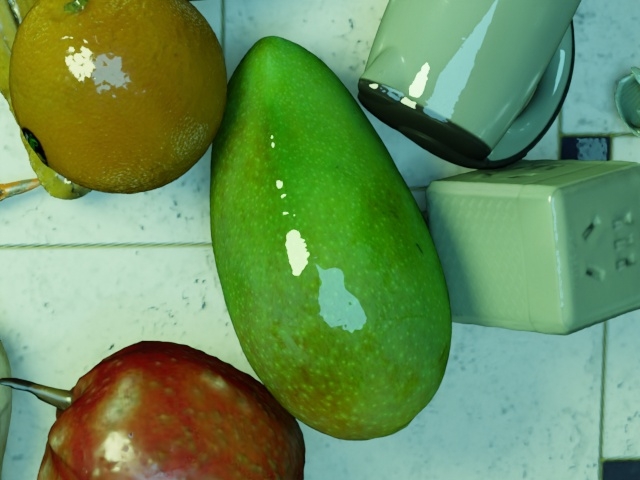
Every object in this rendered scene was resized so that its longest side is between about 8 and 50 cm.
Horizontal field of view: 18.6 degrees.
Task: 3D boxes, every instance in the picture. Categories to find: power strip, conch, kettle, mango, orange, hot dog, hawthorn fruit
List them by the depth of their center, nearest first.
[{"bbox_3d":[-0.177,-0.140,1.705,0.206,0.206,0.206,-1,100,-7],"label":"orange"},{"bbox_3d":[0.000,0.000,1.776,0.201,0.225,0.381,-15,94,23],"label":"mango"},{"bbox_3d":[-0.168,0.210,1.790,0.300,0.254,0.254,27,96,-8],"label":"hawthorn fruit"},{"bbox_3d":[0.156,-0.184,1.791,0.221,0.161,0.236,32,80,-41],"label":"kettle"},{"bbox_3d":[-0.275,-0.174,1.795,0.083,0.068,0.289,-31,107,-44],"label":"hot dog"},{"bbox_3d":[0.186,0.001,1.836,0.140,0.224,0.139,-17,104,-40],"label":"power strip"},{"bbox_3d":[0.331,-0.133,1.885,0.085,0.057,0.076,40,113,18],"label":"conch"}]

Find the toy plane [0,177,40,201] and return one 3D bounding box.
[{"bbox_3d":[-0.351,-0.033,1.823,0.188,0.062,0.135,-17,102,-18],"label":"toy plane"}]

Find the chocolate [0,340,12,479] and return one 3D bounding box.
[{"bbox_3d":[-0.356,0.203,1.826,0.134,0.134,0.309,4,103,-8],"label":"chocolate"}]
